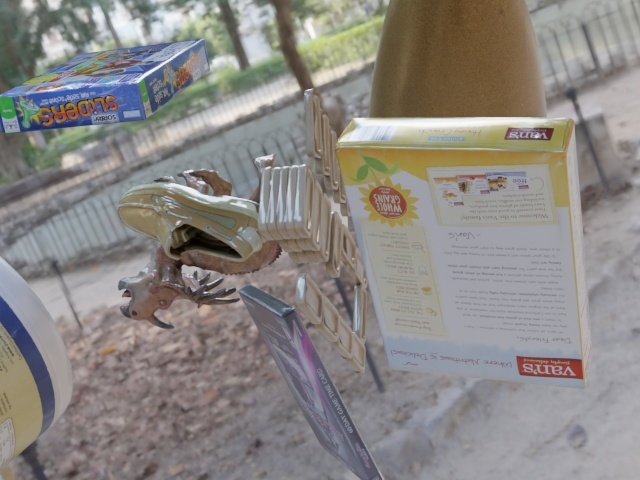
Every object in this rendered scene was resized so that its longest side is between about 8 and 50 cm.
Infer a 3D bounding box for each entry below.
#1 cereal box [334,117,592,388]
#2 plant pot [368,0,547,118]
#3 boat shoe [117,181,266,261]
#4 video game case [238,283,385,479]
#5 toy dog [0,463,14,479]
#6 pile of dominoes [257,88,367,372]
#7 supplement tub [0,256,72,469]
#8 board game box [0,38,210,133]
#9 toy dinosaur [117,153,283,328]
[{"bbox_3d":[0.119,0.014,0.768,0.173,0.240,0.047,4,41,23],"label":"cereal box"},{"bbox_3d":[0.169,-0.246,1.213,0.237,0.254,0.237,-4,50,5],"label":"plant pot"},{"bbox_3d":[-0.144,-0.014,1.012,0.190,0.068,0.072,6,48,32],"label":"boat shoe"},{"bbox_3d":[-0.015,0.194,1.326,0.026,0.274,0.196,-30,16,-15],"label":"video game case"},{"bbox_3d":[-0.350,0.332,1.095,0.161,0.334,0.220,-59,0,29],"label":"toy dog"},{"bbox_3d":[0.000,0.000,0.901,0.040,0.195,0.251,-3,-22,14],"label":"pile of dominoes"},{"bbox_3d":[-0.392,0.151,0.805,0.228,0.228,0.316,-9,24,44],"label":"supplement tub"},{"bbox_3d":[-0.198,-0.149,0.921,0.136,0.035,0.201,-4,21,13],"label":"board game box"},{"bbox_3d":[-0.125,0.005,1.238,0.296,0.200,0.127,-8,8,37],"label":"toy dinosaur"}]
